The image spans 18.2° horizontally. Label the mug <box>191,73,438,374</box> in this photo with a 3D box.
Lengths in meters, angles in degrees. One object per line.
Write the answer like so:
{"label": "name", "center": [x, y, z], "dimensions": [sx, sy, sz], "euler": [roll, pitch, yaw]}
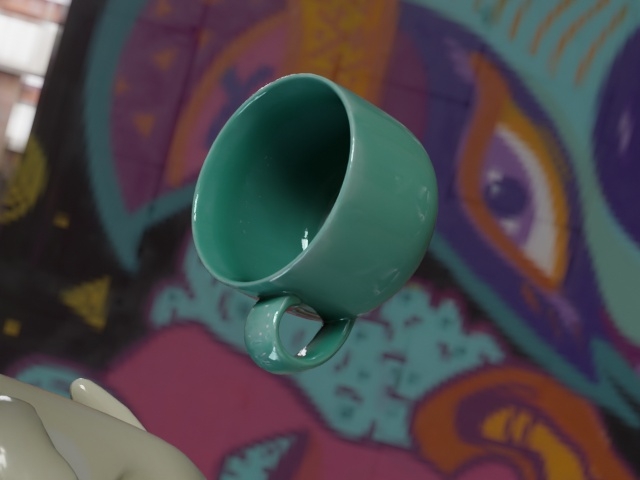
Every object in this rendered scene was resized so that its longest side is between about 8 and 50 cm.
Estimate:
{"label": "mug", "center": [-0.003, -0.007, 1.156], "dimensions": [0.129, 0.097, 0.158], "euler": [36, 98, 49]}

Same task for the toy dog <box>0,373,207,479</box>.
{"label": "toy dog", "center": [-0.221, 0.145, 1.162], "dimensions": [0.284, 0.408, 0.395], "euler": [-25, 30, 35]}
